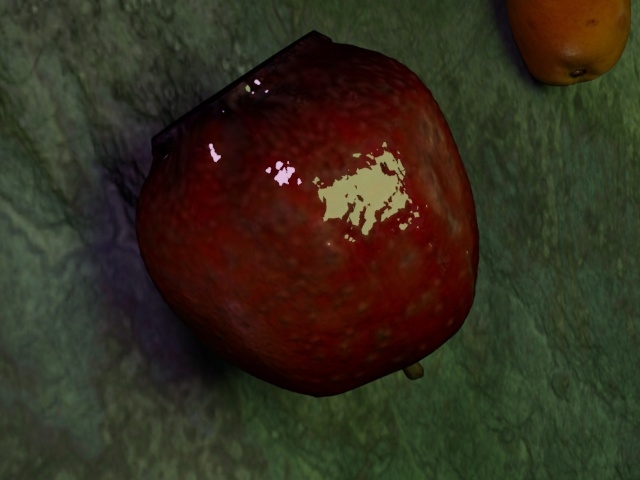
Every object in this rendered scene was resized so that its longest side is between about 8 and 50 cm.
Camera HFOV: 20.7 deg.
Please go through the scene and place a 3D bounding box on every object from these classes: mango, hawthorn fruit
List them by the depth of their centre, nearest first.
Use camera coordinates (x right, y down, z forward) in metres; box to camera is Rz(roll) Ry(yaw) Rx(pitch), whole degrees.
[{"bbox_3d":[0.000,0.000,1.088,0.249,0.215,0.215,62,39,-33],"label":"hawthorn fruit"},{"bbox_3d":[0.213,-0.243,1.510,0.141,0.102,0.217,-30,110,-59],"label":"mango"}]
